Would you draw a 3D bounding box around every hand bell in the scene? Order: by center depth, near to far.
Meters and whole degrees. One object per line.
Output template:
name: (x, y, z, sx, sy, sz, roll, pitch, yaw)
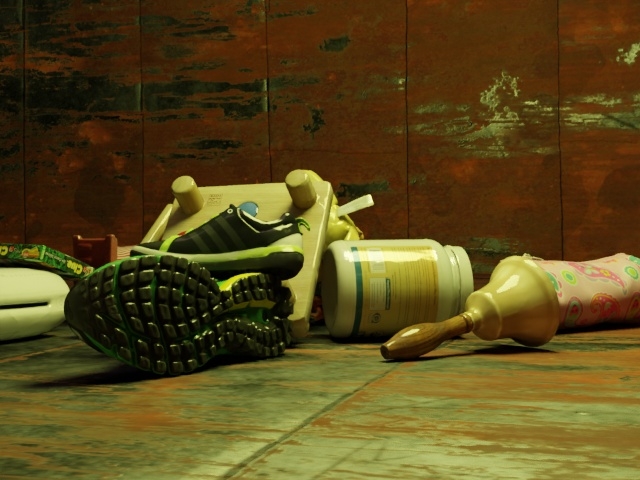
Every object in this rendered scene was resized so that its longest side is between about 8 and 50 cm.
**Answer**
hand bell: (0.176, 0.107, 1.321, 0.242, 0.126, 0.126, -14, 8, -33)

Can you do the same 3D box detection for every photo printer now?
photo printer: (-0.551, 0.093, 1.544, 0.307, 0.107, 0.256, 0, 0, 32)

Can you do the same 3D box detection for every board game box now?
board game box: (-0.505, 0.032, 1.647, 0.259, 0.030, 0.136, 2, -13, 25)

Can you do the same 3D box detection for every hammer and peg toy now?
hammer and peg toy: (-0.171, 0.015, 1.521, 0.361, 0.266, 0.127, -1, -38, 18)

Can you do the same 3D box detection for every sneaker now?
sneaker: (-0.180, 0.099, 1.242, 0.146, 0.134, 0.343, -8, -12, 31)
sneaker: (-0.130, 0.002, 1.357, 0.234, 0.097, 0.084, 0, -20, 1)

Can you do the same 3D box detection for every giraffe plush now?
giraffe plush: (0.000, 0.000, 1.677, 0.210, 0.181, 0.170, -5, -30, 13)

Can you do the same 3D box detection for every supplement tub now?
supplement tub: (0.110, 0.070, 1.519, 0.199, 0.144, 0.144, 0, 1, -11)

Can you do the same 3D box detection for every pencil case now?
pencil case: (0.401, 0.080, 1.635, 0.284, 0.124, 0.124, 0, 1, -31)

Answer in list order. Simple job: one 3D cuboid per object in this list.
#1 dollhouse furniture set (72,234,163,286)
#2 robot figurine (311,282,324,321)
dollhouse furniture set: (-0.221, 0.065, 1.718, 0.374, 0.152, 0.201, 0, 1, 41)
robot figurine: (0.004, 0.096, 1.857, 0.211, 0.085, 0.291, -1, 1, -26)
